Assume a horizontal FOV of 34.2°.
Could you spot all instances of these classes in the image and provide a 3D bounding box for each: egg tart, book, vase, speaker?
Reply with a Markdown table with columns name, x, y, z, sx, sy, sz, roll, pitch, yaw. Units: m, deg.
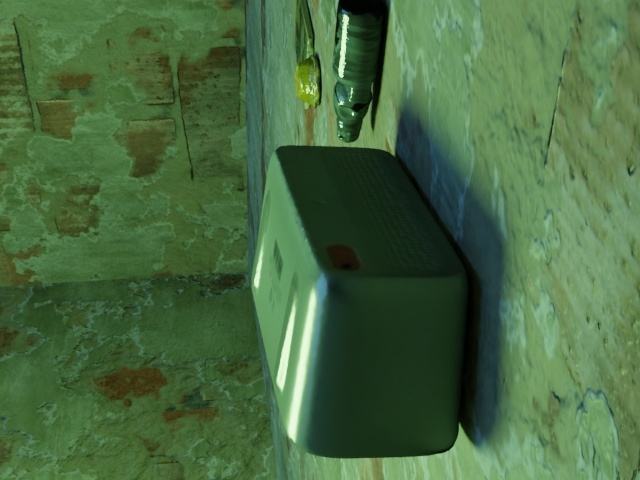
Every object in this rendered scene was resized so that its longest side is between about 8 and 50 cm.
| name | x | y | z | sx | sy | sz | roll | pitch | yaw |
| --- | --- | --- | --- | --- | --- | --- | --- | --- | --- |
| egg tart | -0.023 | -0.287 | 1.877 | 0.105 | 0.039 | 0.105 | 178 | 90 | -81 |
| book | -0.033 | -0.378 | 2.006 | 0.168 | 0.013 | 0.192 | 94 | 170 | -47 |
| vase | 0.043 | -0.213 | 1.326 | 0.060 | 0.060 | 0.211 | -101 | 11 | -45 |
| speaker | 0.032 | 0.042 | 1.112 | 0.406 | 0.183 | 0.184 | -111 | 25 | -65 |
